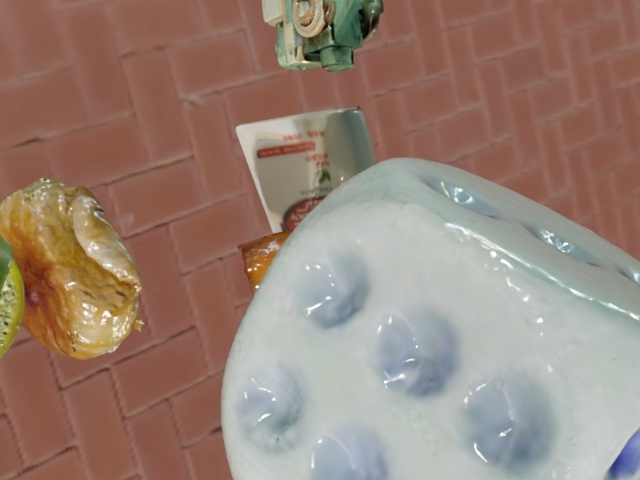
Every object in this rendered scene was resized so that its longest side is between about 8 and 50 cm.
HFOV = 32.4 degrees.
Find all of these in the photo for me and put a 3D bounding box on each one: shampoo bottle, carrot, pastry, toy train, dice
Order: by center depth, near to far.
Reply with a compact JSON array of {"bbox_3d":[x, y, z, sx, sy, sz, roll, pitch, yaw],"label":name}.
[{"bbox_3d":[0.108,0.112,0.788,0.262,0.268,0.265,7,116,-53],"label":"dice"},{"bbox_3d":[-0.009,-0.235,0.945,0.081,0.125,0.194,-1,86,-36],"label":"toy train"},{"bbox_3d":[0.021,0.005,1.068,0.072,0.205,0.072,-19,90,-83],"label":"carrot"},{"bbox_3d":[0.000,0.000,1.210,0.071,0.153,0.284,-11,93,-61],"label":"shampoo bottle"},{"bbox_3d":[-0.306,0.034,1.294,0.100,0.229,0.218,-30,107,-37],"label":"pastry"}]

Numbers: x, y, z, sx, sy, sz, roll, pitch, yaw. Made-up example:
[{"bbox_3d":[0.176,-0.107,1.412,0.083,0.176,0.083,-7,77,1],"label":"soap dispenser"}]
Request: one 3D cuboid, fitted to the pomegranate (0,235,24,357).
[{"bbox_3d":[-0.300,0.045,0.844,0.122,0.169,0.143,38,84,1],"label":"pomegranate"}]
